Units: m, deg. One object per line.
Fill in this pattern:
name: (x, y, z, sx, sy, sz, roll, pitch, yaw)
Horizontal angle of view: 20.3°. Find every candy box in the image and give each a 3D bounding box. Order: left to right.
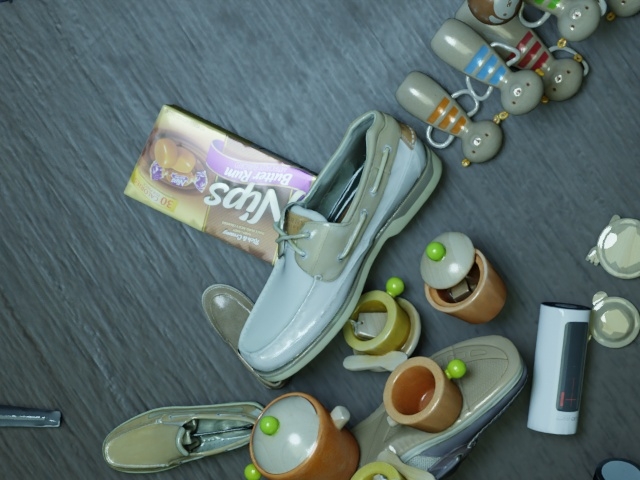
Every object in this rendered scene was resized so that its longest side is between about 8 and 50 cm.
candy box: (-0.103, -0.059, 1.923, 0.186, 0.053, 0.109, 26, 97, 5)

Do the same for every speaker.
speaker: (0.253, 0.136, 1.899, 0.055, 0.055, 0.136, 7, 95, 6)

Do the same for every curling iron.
curling iron: (-0.422, 0.177, 1.983, 0.274, 0.035, 0.068, 10, 96, 6)

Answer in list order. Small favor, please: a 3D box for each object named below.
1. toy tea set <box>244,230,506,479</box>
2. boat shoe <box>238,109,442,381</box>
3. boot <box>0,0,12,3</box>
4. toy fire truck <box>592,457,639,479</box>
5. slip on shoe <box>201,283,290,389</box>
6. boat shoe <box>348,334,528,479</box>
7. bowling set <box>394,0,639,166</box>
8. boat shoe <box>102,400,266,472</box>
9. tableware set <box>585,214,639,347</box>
toy tea set: (0.053, 0.135, 1.832, 0.200, 0.124, 0.336, 14, 75, 43)
boat shoe: (0.000, 0.000, 1.855, 0.103, 0.113, 0.302, 42, 77, -37)
boot: (-0.320, -0.301, 1.925, 0.219, 0.106, 0.082, -5, 90, -22)
toy fire truck: (0.390, 0.358, 1.833, 0.246, 0.217, 0.158, 8, 124, 0)
slip on shoe: (-0.081, 0.105, 1.938, 0.051, 0.041, 0.135, -33, 90, 8)
boat shoe: (0.111, 0.210, 1.899, 0.285, 0.103, 0.092, -41, 130, 13)
bowling set: (0.204, -0.197, 1.813, 0.154, 0.200, 0.287, 37, 101, 1)
boat shoe: (-0.150, 0.212, 1.938, 0.190, 0.072, 0.068, -16, 93, 7)
tableware set: (0.359, 0.056, 1.899, 0.168, 0.020, 0.141, 14, 94, 6)
